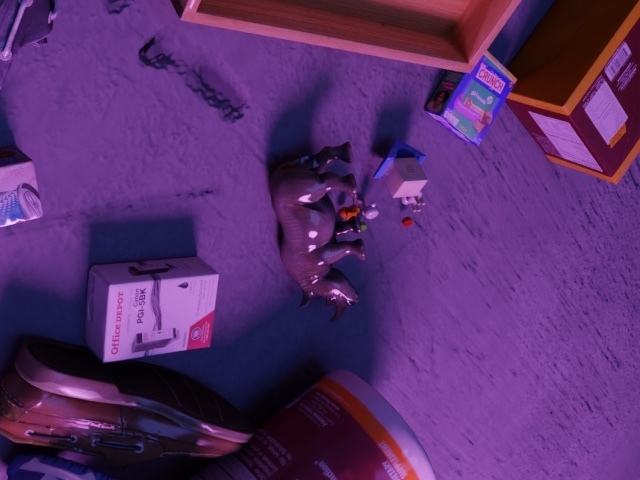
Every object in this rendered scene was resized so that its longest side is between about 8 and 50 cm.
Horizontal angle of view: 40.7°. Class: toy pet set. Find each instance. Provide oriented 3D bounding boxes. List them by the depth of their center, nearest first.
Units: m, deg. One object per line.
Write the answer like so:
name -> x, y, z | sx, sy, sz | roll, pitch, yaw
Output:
toy pet set -> 0.082, -0.071, 1.131 | 0.122, 0.065, 0.114 | -6, 148, -31

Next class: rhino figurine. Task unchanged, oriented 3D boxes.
rhino figurine -> 0.000, 0.000, 1.072 | 0.106, 0.073, 0.243 | -7, 120, 2

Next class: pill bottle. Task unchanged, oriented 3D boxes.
pill bottle -> -0.061, 0.363, 1.098 | 0.392, 0.224, 0.224 | -35, 127, -19

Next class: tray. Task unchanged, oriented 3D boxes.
tray -> 0.057, -0.308, 0.931 | 0.410, 0.076, 0.203 | 2, 137, -36

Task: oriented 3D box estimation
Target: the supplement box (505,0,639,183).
supplement box -> 0.388, -0.222, 1.226 | 0.191, 0.129, 0.194 | -54, 131, -4

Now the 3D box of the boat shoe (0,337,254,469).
boat shoe -> -0.223, 0.204, 0.995 | 0.307, 0.111, 0.104 | 26, 98, -31

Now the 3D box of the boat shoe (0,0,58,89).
boat shoe -> -0.282, -0.209, 0.755 | 0.102, 0.108, 0.301 | 24, 98, -40

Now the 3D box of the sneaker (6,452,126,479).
sneaker -> -0.222, 0.326, 0.933 | 0.112, 0.296, 0.131 | 77, 33, -70

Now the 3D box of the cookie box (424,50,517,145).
cookie box -> 0.203, -0.197, 1.160 | 0.092, 0.040, 0.107 | 29, 91, -40

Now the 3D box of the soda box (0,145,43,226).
soda box -> -0.361, -0.036, 0.806 | 0.183, 0.058, 0.063 | -17, 119, -29

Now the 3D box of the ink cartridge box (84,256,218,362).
ink cartridge box -> -0.192, 0.077, 0.983 | 0.135, 0.056, 0.099 | -5, 114, -35
